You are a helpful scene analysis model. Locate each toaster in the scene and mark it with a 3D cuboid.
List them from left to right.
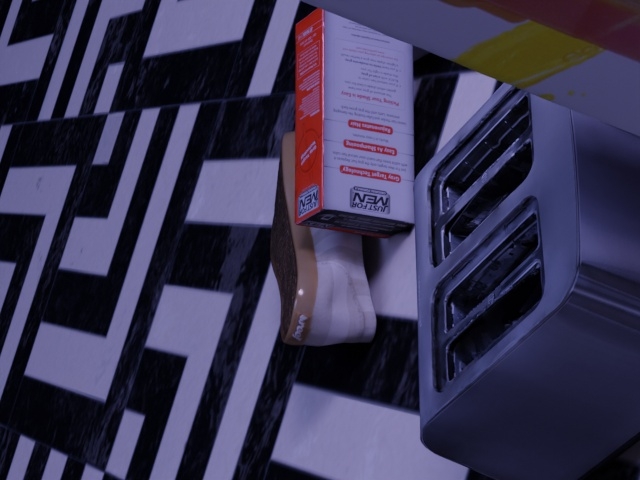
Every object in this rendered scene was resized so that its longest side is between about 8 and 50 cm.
[{"bbox_3d":[0.126,0.014,0.968,0.185,0.110,0.168,-47,33,44],"label":"toaster"}]

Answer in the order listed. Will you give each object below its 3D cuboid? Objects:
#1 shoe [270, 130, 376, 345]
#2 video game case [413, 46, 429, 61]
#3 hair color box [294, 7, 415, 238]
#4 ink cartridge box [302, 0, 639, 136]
[{"bbox_3d":[0.000,0.000,1.349,0.219,0.058,0.076,-96,14,-53],"label":"shoe"},{"bbox_3d":[0.103,-0.267,1.357,0.204,0.025,0.285,-24,50,60],"label":"video game case"},{"bbox_3d":[0.022,-0.077,1.295,0.043,0.072,0.141,-28,57,57],"label":"hair color box"},{"bbox_3d":[0.153,-0.181,0.702,0.279,0.385,0.160,-49,31,43],"label":"ink cartridge box"}]
